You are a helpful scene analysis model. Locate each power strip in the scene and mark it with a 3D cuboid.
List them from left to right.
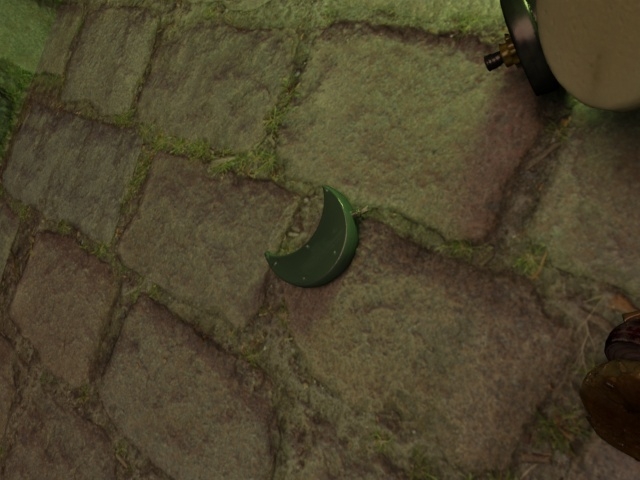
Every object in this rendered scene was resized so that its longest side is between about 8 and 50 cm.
[{"bbox_3d":[0.000,0.000,1.096,0.253,0.054,0.167,-46,62,17],"label":"power strip"}]

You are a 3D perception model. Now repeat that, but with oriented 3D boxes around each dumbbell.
[{"bbox_3d":[0.446,-0.367,0.807,0.388,0.185,0.185,-21,69,28],"label":"dumbbell"}]

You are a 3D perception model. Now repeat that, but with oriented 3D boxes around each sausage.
[{"bbox_3d":[0.507,0.106,0.758,0.116,0.026,0.026,-19,70,28],"label":"sausage"}]

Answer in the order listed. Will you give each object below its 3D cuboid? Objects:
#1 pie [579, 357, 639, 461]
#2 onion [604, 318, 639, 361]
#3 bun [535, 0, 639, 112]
[{"bbox_3d":[0.448,0.239,0.697,0.195,0.195,0.046,35,55,30],"label":"pie"},{"bbox_3d":[0.499,0.179,0.707,0.206,0.151,0.098,39,64,22],"label":"onion"},{"bbox_3d":[0.414,-0.299,0.638,0.175,0.263,0.263,-16,65,-13],"label":"bun"}]
